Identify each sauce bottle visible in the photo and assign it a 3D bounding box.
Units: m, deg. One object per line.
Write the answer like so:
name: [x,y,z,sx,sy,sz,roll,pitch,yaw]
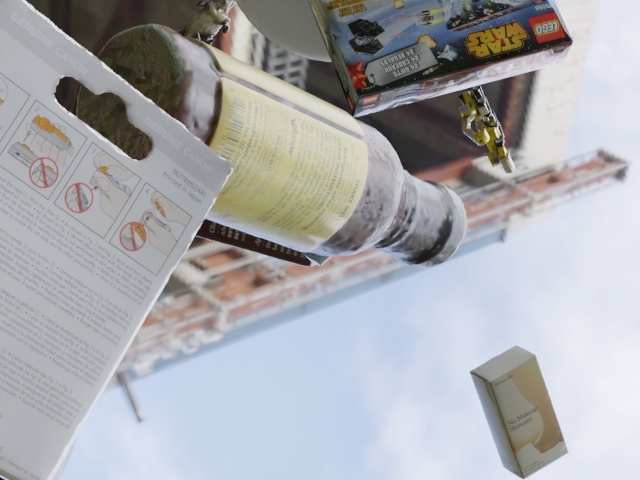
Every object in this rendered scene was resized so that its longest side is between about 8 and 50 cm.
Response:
sauce bottle: [-0.016,-0.048,0.973,0.111,0.344,0.111,-15,-114,37]

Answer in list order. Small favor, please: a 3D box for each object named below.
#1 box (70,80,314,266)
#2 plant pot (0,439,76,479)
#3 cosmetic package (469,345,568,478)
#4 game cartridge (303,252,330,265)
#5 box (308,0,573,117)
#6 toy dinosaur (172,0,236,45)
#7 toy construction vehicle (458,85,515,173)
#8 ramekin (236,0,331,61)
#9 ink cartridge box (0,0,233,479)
box: [-0.159,-0.106,1.895,0.381,0.143,0.191,16,-81,6]
plant pot: [-0.424,0.233,1.465,0.323,0.323,0.280,47,-35,26]
cosmetic package: [0.195,0.169,1.334,0.041,0.060,0.115,24,-41,64]
game cartridge: [0.000,0.000,1.755,0.017,0.056,0.083,51,1,-30]
box: [0.069,-0.134,0.807,0.027,0.137,0.094,101,-28,-66]
toy dinosaur: [-0.175,-0.242,1.705,0.064,0.118,0.268,43,-70,-15]
toy construction vehicle: [0.176,-0.119,1.472,0.098,0.035,0.086,-102,164,-45]
ramekin: [0.018,-0.335,1.524,0.135,0.277,0.277,-89,-175,-63]
ink cartridge box: [-0.175,0.003,0.757,0.181,0.224,0.056,39,-19,-33]
